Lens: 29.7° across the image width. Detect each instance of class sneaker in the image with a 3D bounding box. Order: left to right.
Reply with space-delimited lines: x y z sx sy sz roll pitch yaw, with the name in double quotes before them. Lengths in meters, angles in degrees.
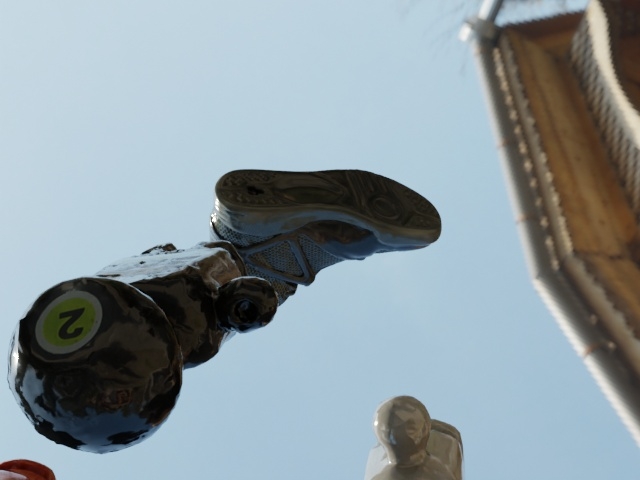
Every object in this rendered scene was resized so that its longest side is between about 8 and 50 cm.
"sneaker" 0.000 0.000 1.177 0.227 0.130 0.087 0 -135 -18

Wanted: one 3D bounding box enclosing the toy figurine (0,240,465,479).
"toy figurine" -0.053 0.123 0.461 0.209 0.213 0.148 39 -167 0
